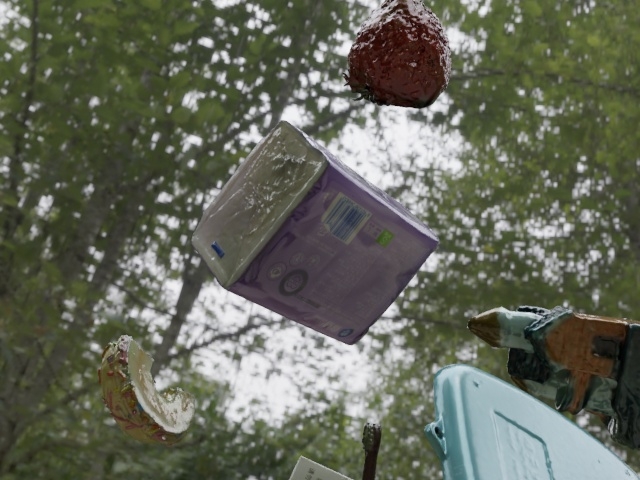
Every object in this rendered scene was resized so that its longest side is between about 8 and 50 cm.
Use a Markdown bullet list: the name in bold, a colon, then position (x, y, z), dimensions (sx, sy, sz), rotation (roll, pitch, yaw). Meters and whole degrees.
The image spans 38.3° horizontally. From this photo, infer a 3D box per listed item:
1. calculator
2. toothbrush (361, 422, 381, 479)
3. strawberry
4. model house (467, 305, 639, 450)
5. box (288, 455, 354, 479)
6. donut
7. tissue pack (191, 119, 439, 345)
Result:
- **calculator**: position (0.236, 0.263, 0.876), dimensions (0.386, 0.256, 0.054), rotation (34, -58, -25)
- **toothbrush**: position (0.042, 0.396, 1.091), dimensions (0.041, 0.363, 0.041), rotation (9, -21, 3)
- **strawberry**: position (0.072, -0.168, 0.822), dimensions (0.106, 0.106, 0.106), rotation (8, -34, 6)
- **model house**: position (0.353, 0.177, 1.343), dimensions (0.291, 0.184, 0.253), rotation (14, 1, 9)
- **box**: position (0.050, 0.469, 1.528), dimensions (0.245, 0.139, 0.035), rotation (25, -36, 5)
- **donut**: position (-0.235, 0.215, 1.220), dimensions (0.065, 0.108, 0.166), rotation (-24, -57, 19)
- **tissue pack**: position (0.000, 0.000, 1.426), dimensions (0.242, 0.160, 0.338), rotation (-49, -40, 8)
